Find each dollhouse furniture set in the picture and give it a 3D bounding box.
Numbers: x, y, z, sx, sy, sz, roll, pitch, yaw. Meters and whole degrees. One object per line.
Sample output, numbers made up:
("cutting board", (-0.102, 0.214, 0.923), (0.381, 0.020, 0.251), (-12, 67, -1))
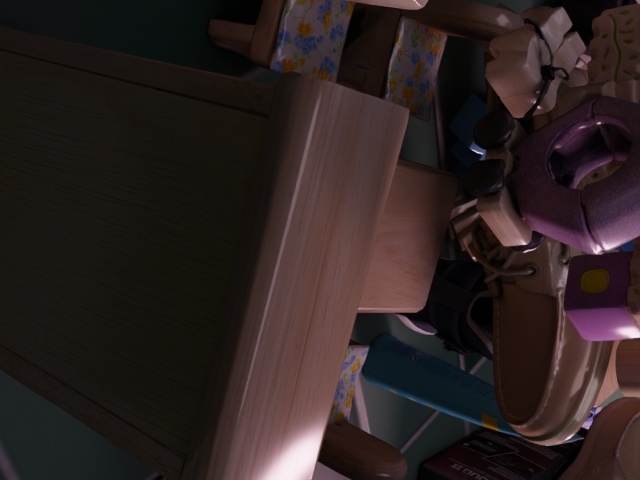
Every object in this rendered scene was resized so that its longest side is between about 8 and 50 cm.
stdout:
("dollhouse furniture set", (0.000, 0.000, 0.544), (0.394, 0.256, 0.362), (6, 101, -53))

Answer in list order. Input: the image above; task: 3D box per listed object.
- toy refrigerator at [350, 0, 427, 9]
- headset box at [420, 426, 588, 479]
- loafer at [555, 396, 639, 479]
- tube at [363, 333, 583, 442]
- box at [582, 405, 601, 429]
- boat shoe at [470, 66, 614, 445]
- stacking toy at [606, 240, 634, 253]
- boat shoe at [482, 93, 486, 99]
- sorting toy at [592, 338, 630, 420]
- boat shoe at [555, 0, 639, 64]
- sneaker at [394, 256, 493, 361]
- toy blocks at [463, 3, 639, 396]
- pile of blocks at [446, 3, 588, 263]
("toy refrigerator", (-0.070, -0.176, 0.364), (0.094, 0.269, 0.102), (25, 87, -53))
("headset box", (0.215, 0.357, 1.101), (0.293, 0.110, 0.218), (-13, 115, -49))
("loafer", (0.362, 0.298, 1.094), (0.268, 0.092, 0.102), (-40, 131, -37))
("tube", (0.135, 0.144, 0.823), (0.080, 0.207, 0.052), (2, 104, -51))
("box", (0.365, 0.330, 1.338), (0.109, 0.042, 0.178), (10, 98, -54))
("boat shoe", (0.161, 0.001, 0.684), (0.098, 0.109, 0.303), (13, 78, -27))
("stacking toy", (0.406, 0.008, 1.180), (0.302, 0.175, 0.166), (-18, 112, -64))
("boat shoe", (0.211, -0.086, 0.945), (0.190, 0.068, 0.072), (33, 93, -41))
("sorting toy", (0.408, 0.166, 1.298), (0.132, 0.046, 0.275), (-20, 107, -46))
("boat shoe", (0.381, -0.208, 1.041), (0.158, 0.127, 0.340), (-58, 142, -4))
("sneaker", (0.151, 0.066, 0.848), (0.226, 0.163, 0.086), (19, 89, -55))
("toy blocks", (0.285, -0.068, 0.535), (0.309, 0.260, 0.289), (43, 52, -43))
("pile of blocks", (0.205, -0.042, 0.858), (0.148, 0.113, 0.362), (-26, 131, -7))
